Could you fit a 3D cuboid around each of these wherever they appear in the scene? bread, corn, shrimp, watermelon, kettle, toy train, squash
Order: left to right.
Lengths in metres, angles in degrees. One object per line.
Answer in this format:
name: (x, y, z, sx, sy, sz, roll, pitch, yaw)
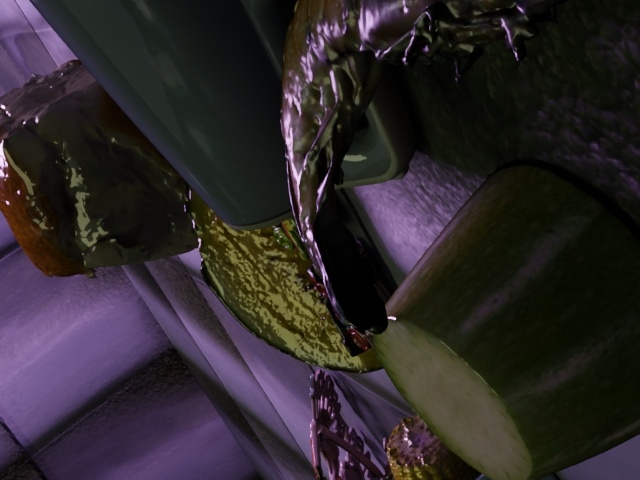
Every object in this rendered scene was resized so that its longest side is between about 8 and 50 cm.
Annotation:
bread: (-0.270, -0.079, 1.233, 0.279, 0.225, 0.250, 28, 145, 58)
kettle: (-0.055, -0.133, 0.676, 0.210, 0.160, 0.243, -8, 128, 39)
watermelon: (-0.038, 0.014, 1.039, 0.129, 0.123, 0.301, -37, 87, 43)
toy train: (0.000, 0.000, 0.915, 0.250, 0.053, 0.085, 57, 159, -11)
shrimp: (0.049, -0.048, 0.498, 0.262, 0.051, 0.198, 5, 98, 58)
corn: (0.139, 0.280, 1.044, 0.081, 0.081, 0.248, 32, 152, 56)
squash: (0.114, 0.055, 0.574, 0.170, 0.123, 0.170, 43, 158, 22)

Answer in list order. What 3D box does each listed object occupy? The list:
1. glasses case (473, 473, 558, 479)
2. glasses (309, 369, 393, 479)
glasses case: (0.225, 0.295, 0.860, 0.266, 0.056, 0.105, 51, 164, 14)
glasses: (0.051, 0.263, 1.330, 0.162, 0.095, 0.255, -100, -12, -51)
